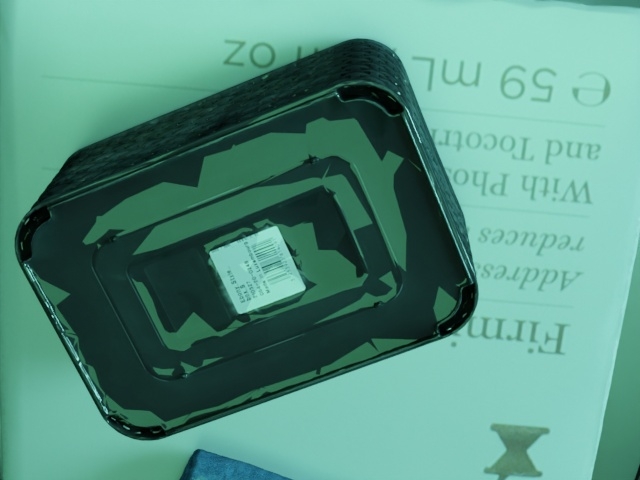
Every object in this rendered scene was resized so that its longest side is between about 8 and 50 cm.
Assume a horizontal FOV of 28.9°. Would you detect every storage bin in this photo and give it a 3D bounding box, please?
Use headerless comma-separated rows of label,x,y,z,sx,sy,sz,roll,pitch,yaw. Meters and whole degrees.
storage bin,-0.030,-0.001,0.566,0.180,0.084,0.122,-20,109,11

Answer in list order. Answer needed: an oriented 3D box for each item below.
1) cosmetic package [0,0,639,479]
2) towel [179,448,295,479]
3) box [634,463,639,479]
cosmetic package,0.000,0.000,0.785,0.329,0.327,0.394,5,112,1
towel,-0.023,0.156,0.656,0.119,0.029,0.067,20,110,-5
box,0.300,0.130,0.879,0.060,0.216,0.270,11,111,0
